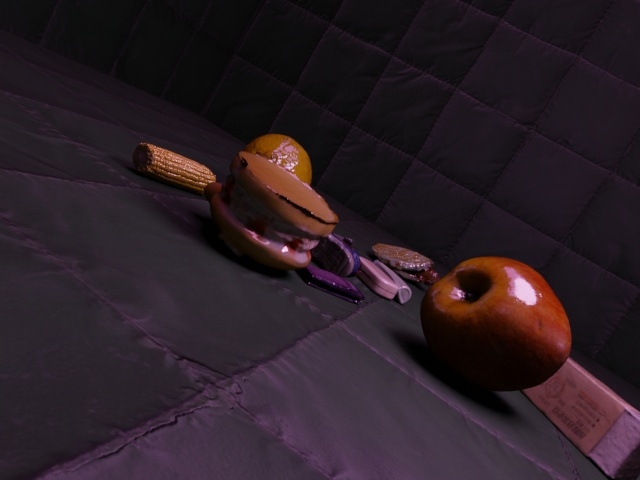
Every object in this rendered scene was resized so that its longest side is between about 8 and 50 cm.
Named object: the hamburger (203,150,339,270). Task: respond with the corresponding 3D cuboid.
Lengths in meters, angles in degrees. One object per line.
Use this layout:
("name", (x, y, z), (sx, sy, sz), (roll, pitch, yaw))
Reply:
("hamburger", (-0.127, -0.062, 1.185), (0.303, 0.186, 0.261), (45, 15, 21))

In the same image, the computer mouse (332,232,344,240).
("computer mouse", (0.000, 0.000, 1.680), (0.182, 0.056, 0.089), (18, 11, -21))

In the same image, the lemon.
("lemon", (-0.146, -0.215, 1.768), (0.268, 0.267, 0.267), (30, 9, -5))

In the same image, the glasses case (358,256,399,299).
("glasses case", (0.157, 0.108, 1.618), (0.083, 0.050, 0.196), (24, 11, -27))

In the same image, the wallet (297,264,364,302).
("wallet", (0.019, 0.093, 1.306), (0.166, 0.030, 0.111), (24, 12, -33))

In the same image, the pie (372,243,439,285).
("pie", (0.319, 0.080, 2.145), (0.258, 0.105, 0.274), (20, 10, -10))

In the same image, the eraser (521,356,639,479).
("eraser", (0.610, 0.388, 1.265), (0.078, 0.144, 0.343), (30, 10, -19))

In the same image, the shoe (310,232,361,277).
("shoe", (0.042, 0.027, 1.506), (0.126, 0.099, 0.227), (12, 25, -42))

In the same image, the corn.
("corn", (-0.358, -0.174, 1.384), (0.081, 0.081, 0.248), (36, 9, 31))

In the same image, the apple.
("apple", (0.357, 0.176, 1.177), (0.302, 0.301, 0.301), (30, 9, -5))

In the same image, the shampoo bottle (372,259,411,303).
("shampoo bottle", (0.210, 0.123, 1.683), (0.212, 0.049, 0.072), (-136, -155, -65))
